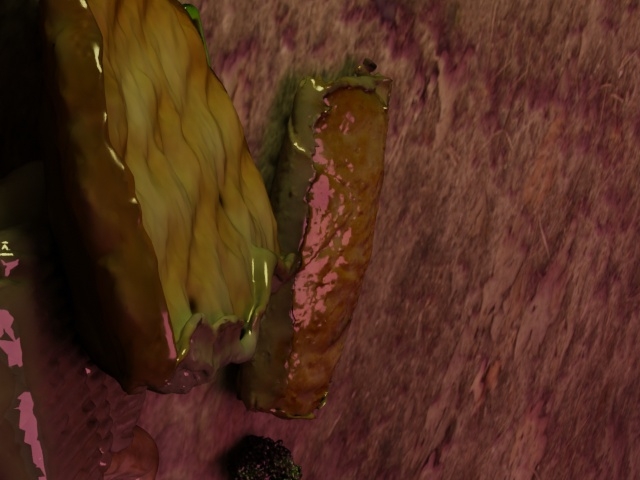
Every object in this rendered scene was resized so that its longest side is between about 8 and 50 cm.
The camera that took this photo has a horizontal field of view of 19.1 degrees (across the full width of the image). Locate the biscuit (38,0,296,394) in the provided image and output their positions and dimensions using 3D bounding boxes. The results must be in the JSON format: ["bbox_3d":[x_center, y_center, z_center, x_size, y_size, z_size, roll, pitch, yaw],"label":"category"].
[{"bbox_3d":[-0.090,-0.025,1.156,0.335,0.078,0.329,51,26,-59],"label":"biscuit"}]

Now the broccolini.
[{"bbox_3d":[-0.041,0.254,1.539,0.058,0.067,0.216,-9,122,-12],"label":"broccolini"}]

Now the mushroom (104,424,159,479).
[{"bbox_3d":[-0.165,0.179,1.256,0.148,0.112,0.148,-20,118,-45],"label":"mushroom"}]

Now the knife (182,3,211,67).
[{"bbox_3d":[-0.084,-0.072,1.329,0.054,0.015,0.212,-38,138,-30],"label":"knife"}]

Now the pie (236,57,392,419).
[{"bbox_3d":[0.000,0.000,1.449,0.129,0.068,0.282,-4,107,-57],"label":"pie"}]

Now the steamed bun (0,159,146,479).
[{"bbox_3d":[-0.196,0.071,1.122,0.211,0.144,0.218,-54,135,-70],"label":"steamed bun"}]
